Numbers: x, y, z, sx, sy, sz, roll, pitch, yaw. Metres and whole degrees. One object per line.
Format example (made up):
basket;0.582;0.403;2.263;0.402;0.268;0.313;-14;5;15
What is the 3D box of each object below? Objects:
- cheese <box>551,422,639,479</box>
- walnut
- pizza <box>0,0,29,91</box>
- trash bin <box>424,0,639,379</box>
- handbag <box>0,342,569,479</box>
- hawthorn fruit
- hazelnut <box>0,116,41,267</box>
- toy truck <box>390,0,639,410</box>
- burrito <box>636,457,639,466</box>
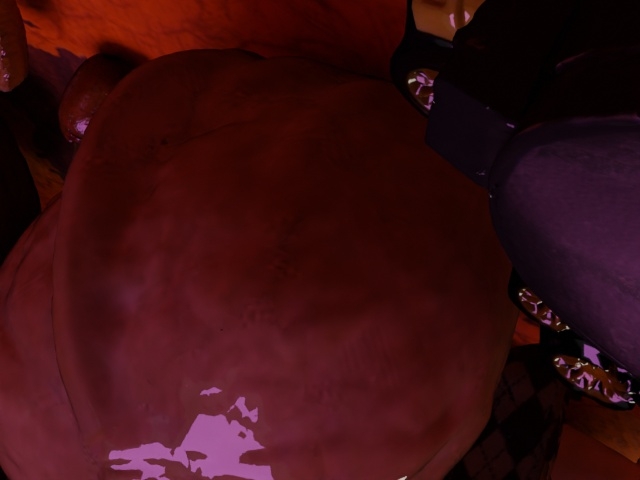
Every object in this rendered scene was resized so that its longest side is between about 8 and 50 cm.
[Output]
cheese;0.160;0.196;1.502;0.328;0.129;0.351;16;153;51
walnut;-0.038;0.047;1.148;0.381;0.381;0.381;25;158;11
pizza;-0.296;-0.207;1.310;0.199;0.062;0.188;26;147;25
trash bin;0.209;-0.096;0.608;0.252;0.301;0.203;27;159;10
handbag;-0.024;0.181;1.365;0.416;0.317;0.180;16;155;13
hawthorn fruit;-0.164;-0.104;1.353;0.077;0.077;0.077;25;158;11
hazelnut;-0.440;-0.025;1.530;0.421;0.353;0.421;44;143;46
toy truck;0.205;-0.041;0.897;0.254;0.180;0.405;16;156;33
burrito;0.350;0.214;1.473;0.185;0.041;0.045;25;149;5
